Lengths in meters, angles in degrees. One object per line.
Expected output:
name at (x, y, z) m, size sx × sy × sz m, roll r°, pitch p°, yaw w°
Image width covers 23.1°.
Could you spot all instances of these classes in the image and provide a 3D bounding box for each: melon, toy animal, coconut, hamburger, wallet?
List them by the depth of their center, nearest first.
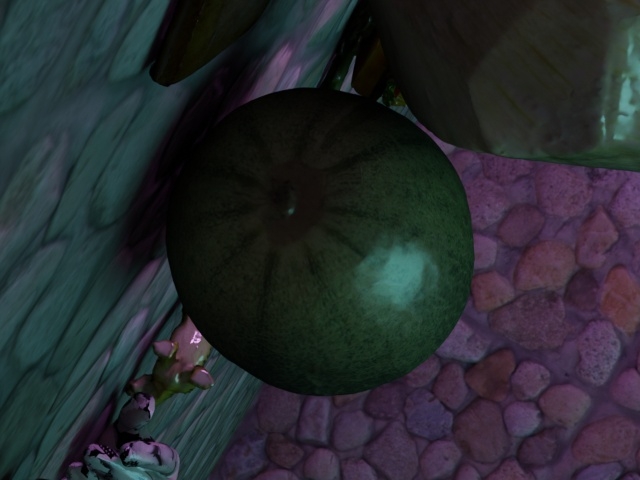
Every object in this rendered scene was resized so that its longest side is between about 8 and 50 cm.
wallet at (-0.025, -0.212, 0.926) m, size 0.255 × 0.031 × 0.137 m, roll -61°, pitch 176°, yaw 35°
coconut at (0.195, -0.236, 1.139) m, size 0.415 × 0.415 × 0.344 m, roll -55°, pitch -175°, yaw -40°
melon at (0.000, 0.000, 1.247) m, size 0.249 × 0.248 × 0.329 m, roll -58°, pitch 169°, yaw -8°
toy animal at (-0.132, 0.086, 1.615) m, size 0.136 × 0.073 × 0.181 m, roll 132°, pitch -20°, yaw -67°
hamburger at (0.092, -0.204, 1.691) m, size 0.166 × 0.087 × 0.137 m, roll 132°, pitch -27°, yaw -71°

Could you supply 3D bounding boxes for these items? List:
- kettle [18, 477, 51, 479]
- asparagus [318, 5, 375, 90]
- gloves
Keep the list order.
kettle at (-0.256, 0.292, 1.250) m, size 0.243 × 0.159 × 0.211 m, roll 127°, pitch -29°, yaw -46°
asparagus at (0.018, -0.169, 1.679) m, size 0.027 × 0.034 × 0.236 m, roll -28°, pitch 152°, yaw -45°
gloves at (-0.195, 0.237, 1.598) m, size 0.127 × 0.111 × 0.212 m, roll -47°, pitch -175°, yaw -18°
